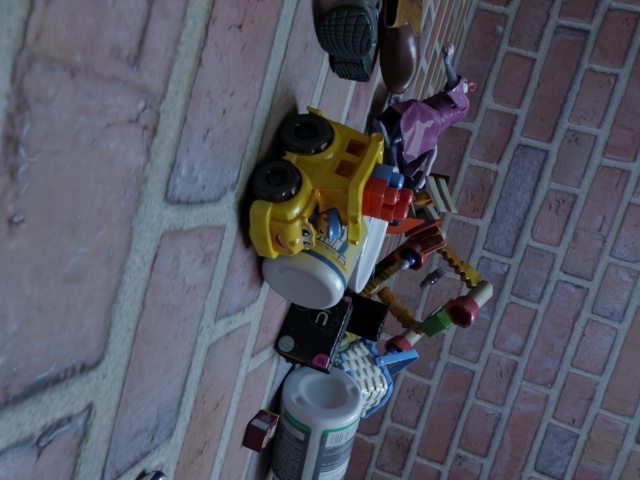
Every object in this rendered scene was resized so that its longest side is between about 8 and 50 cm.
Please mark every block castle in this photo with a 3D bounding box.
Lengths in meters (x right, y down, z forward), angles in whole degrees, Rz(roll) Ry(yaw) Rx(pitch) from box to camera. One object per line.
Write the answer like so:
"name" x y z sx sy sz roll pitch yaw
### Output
"block castle" 0.279 0.183 1.751 0.212 0.303 0.453 -34 172 -34

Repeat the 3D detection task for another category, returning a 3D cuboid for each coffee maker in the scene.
"coffee maker" 0.089 0.194 1.526 0.171 0.178 0.120 49 59 -78

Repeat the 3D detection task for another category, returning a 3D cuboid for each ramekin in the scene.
"ramekin" 0.062 -0.041 1.194 0.277 0.135 0.277 18 90 -78

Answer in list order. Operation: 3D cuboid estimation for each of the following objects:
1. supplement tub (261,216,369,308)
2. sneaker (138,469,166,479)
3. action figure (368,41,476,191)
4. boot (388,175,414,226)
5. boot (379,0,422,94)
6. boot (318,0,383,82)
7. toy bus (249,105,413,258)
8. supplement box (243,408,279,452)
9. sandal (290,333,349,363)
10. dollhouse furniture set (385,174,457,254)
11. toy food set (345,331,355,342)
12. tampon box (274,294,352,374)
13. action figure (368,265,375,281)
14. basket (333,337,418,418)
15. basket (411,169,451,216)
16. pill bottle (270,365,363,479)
"supplement tub" 0.000 0.000 0.961 0.144 0.144 0.200 89 22 -55
"sneaker" -0.221 0.356 0.692 0.052 0.058 0.135 90 21 -54
"action figure" 0.302 -0.322 1.477 0.370 0.276 0.248 -35 177 -23
"boot" 0.160 -0.091 1.139 0.099 0.045 0.121 58 52 -70
"boot" 0.165 -0.428 1.131 0.280 0.096 0.264 -57 160 -71
"boot" 0.058 -0.372 0.901 0.246 0.083 0.161 38 63 -83
"toy bus" 0.023 -0.063 0.830 0.149 0.211 0.220 91 22 -57
"supplement box" -0.126 0.406 1.199 0.083 0.043 0.055 -21 129 -73
"sandal" -0.002 0.257 1.421 0.303 0.120 0.086 -8 93 -78
"dollhouse furniture set" 0.225 -0.037 1.425 0.259 0.262 0.135 0 66 -57
"toy food set" 0.060 0.262 1.778 0.218 0.071 0.128 -18 100 -77
"tampon box" -0.010 0.192 1.228 0.101 0.120 0.161 76 33 -68
"action figure" 0.141 0.004 1.702 0.285 0.099 0.186 -59 155 -58
"basket" 0.118 0.395 1.611 0.288 0.201 0.255 5 139 -40
"basket" 0.247 -0.139 1.641 0.204 0.226 0.154 -56 159 -54
"pill bottle" -0.021 0.515 1.431 0.204 0.204 0.361 -51 155 -59
